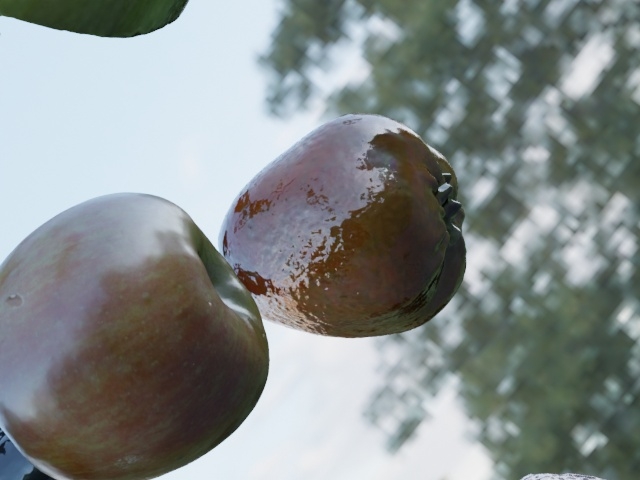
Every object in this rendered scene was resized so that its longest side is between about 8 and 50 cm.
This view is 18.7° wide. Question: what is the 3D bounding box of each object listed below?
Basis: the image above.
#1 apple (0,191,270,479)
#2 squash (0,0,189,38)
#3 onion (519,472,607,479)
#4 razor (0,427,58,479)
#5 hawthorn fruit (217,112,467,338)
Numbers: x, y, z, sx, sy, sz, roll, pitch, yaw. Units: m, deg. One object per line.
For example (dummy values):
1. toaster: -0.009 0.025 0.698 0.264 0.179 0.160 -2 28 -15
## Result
1. apple: -0.134 0.068 1.284 0.174 0.188 0.188 -28 -9 9
2. squash: -0.163 -0.185 0.909 0.049 0.252 0.252 -55 -12 24
3. onion: 0.337 0.354 2.152 0.283 0.227 0.120 2 -62 -32
4. razor: -0.279 0.233 1.723 0.327 0.107 0.189 -51 17 6
5. hawthorn fruit: 0.000 0.000 1.655 0.251 0.199 0.199 -17 -3 16
